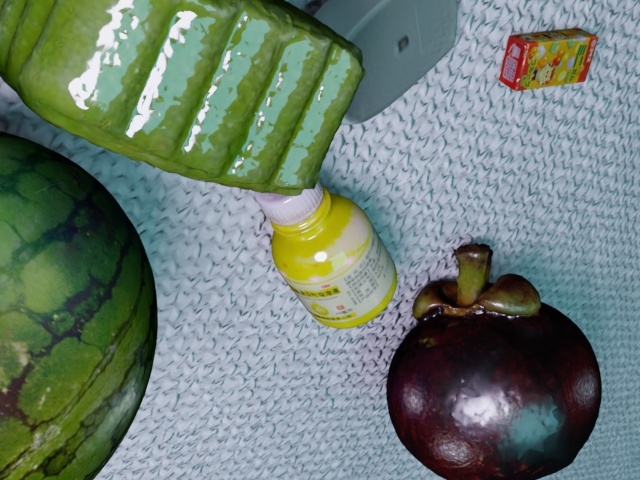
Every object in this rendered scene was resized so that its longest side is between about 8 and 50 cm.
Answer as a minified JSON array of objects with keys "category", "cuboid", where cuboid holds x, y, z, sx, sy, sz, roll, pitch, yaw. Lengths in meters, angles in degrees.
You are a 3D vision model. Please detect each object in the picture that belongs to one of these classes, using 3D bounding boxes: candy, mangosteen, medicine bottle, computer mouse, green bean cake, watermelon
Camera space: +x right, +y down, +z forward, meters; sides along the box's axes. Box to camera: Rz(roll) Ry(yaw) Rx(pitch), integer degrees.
[{"category":"candy","cuboid":[0.283,-0.226,1.013,0.121,0.038,0.062,-13,128,-27]},{"category":"mangosteen","cuboid":[0.241,0.191,1.125,0.297,0.297,0.293,-9,129,-29]},{"category":"medicine bottle","cuboid":[0.000,0.000,0.930,0.122,0.122,0.212,-38,135,-4]},{"category":"computer mouse","cuboid":[0.056,-0.208,0.850,0.231,0.079,0.128,-38,140,-26]},{"category":"green bean cake","cuboid":[-0.123,-0.154,0.641,0.246,0.250,0.156,14,113,-41]},{"category":"watermelon","cuboid":[-0.301,0.079,0.637,0.363,0.363,0.363,-18,130,-22]}]
